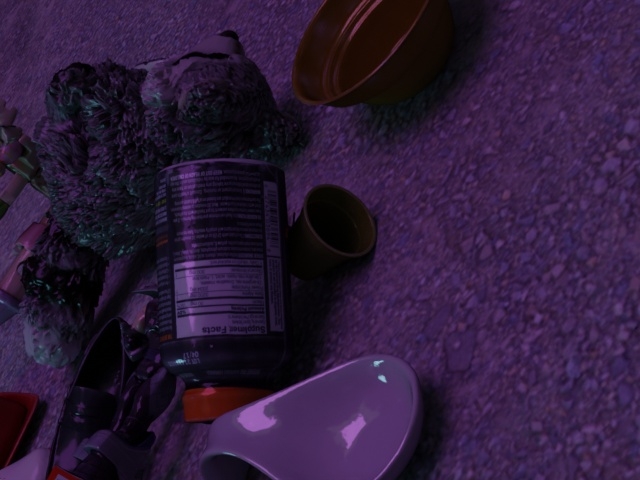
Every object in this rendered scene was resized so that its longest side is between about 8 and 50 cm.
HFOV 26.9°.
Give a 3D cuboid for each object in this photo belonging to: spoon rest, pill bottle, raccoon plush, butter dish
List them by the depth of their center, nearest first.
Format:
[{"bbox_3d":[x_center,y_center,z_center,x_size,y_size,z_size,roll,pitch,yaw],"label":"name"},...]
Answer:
[{"bbox_3d":[-0.017,0.174,1.155,0.276,0.084,0.137,-23,42,45],"label":"spoon rest"},{"bbox_3d":[-0.092,0.052,1.287,0.130,0.130,0.245,-14,76,50],"label":"pill bottle"},{"bbox_3d":[-0.184,-0.034,1.602,0.299,0.216,0.446,17,104,46],"label":"raccoon plush"},{"bbox_3d":[-0.456,0.247,1.700,0.160,0.118,0.160,-8,54,54],"label":"butter dish"}]

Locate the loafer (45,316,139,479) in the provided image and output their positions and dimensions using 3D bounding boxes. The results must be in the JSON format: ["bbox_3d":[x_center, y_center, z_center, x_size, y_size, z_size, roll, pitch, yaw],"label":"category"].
[{"bbox_3d":[-0.256,0.188,1.486,0.076,0.078,0.223,8,58,13],"label":"loafer"}]

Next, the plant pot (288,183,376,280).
[{"bbox_3d":[0.000,0.000,1.326,0.079,0.083,0.083,-46,28,43],"label":"plant pot"}]

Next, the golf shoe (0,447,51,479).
[{"bbox_3d":[-0.417,0.334,1.532,0.306,0.140,0.115,-45,28,17],"label":"golf shoe"}]

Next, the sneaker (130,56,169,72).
[{"bbox_3d":[-0.235,-0.163,1.842,0.275,0.107,0.110,-33,55,43],"label":"sneaker"}]

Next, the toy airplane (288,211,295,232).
[{"bbox_3d":[-0.074,0.023,1.451,0.151,0.028,0.151,-32,44,36],"label":"toy airplane"}]

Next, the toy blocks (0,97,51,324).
[{"bbox_3d":[-0.471,-0.031,1.768,0.260,0.288,0.309,-56,12,-14],"label":"toy blocks"}]

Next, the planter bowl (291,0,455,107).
[{"bbox_3d":[0.075,-0.209,1.403,0.217,0.090,0.217,-37,33,29],"label":"planter bowl"}]

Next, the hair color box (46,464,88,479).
[{"bbox_3d":[-0.190,0.264,1.259,0.072,0.141,0.043,7,65,58],"label":"hair color box"}]

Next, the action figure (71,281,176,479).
[{"bbox_3d":[-0.173,0.147,1.406,0.185,0.099,0.285,-6,53,59],"label":"action figure"}]
